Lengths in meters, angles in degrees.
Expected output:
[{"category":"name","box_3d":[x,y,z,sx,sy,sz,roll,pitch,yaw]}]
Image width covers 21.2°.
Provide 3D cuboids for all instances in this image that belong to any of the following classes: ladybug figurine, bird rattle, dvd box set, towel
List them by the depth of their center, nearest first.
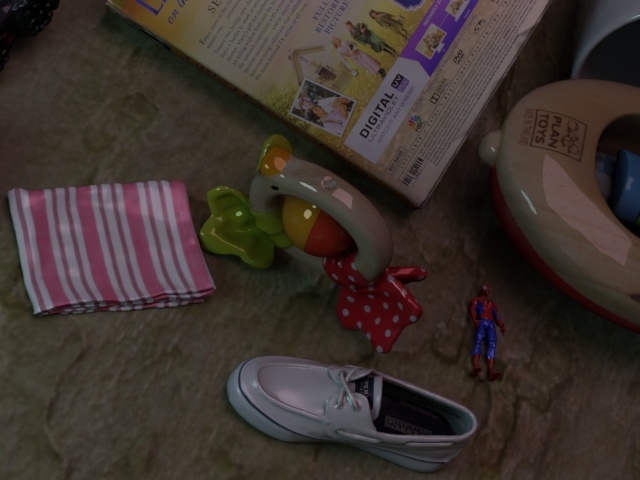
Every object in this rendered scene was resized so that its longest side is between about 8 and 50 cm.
[{"category":"towel","box_3d":[-0.213,0.003,1.738,0.197,0.029,0.144,-4,62,-29]},{"category":"bird rattle","box_3d":[0.000,0.000,1.751,0.253,0.207,0.143,40,68,12]},{"category":"dvd box set","box_3d":[0.015,-0.272,1.916,0.420,0.062,0.307,32,84,-5]},{"category":"ladybug figurine","box_3d":[0.373,-0.019,1.965,0.449,0.162,0.305,25,54,-12]}]

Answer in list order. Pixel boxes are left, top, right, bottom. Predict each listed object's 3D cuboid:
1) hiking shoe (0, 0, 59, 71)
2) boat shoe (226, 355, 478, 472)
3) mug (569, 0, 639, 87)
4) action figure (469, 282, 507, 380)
[{"category":"hiking shoe","box_3d":[-0.376,-0.223,1.777,0.114,0.086,0.227,28,54,22]},{"category":"boat shoe","box_3d":[0.036,0.161,1.729,0.258,0.084,0.095,14,55,-19]},{"category":"mug","box_3d":[0.484,-0.263,2.139,0.374,0.276,0.328,47,39,-34]},{"category":"action figure","box_3d":[0.183,0.097,1.883,0.038,0.030,0.115,12,54,-14]}]
